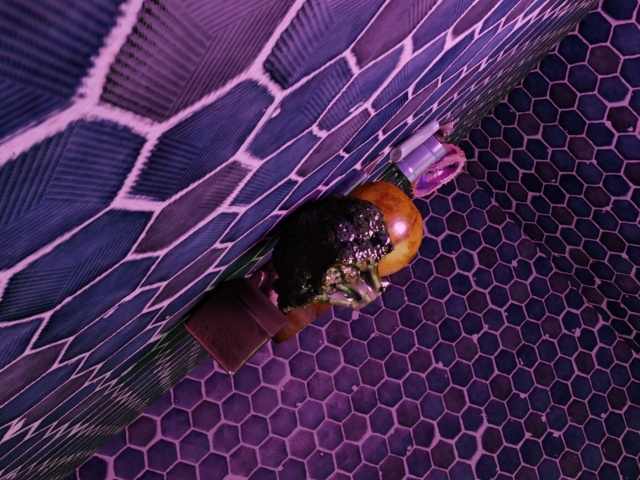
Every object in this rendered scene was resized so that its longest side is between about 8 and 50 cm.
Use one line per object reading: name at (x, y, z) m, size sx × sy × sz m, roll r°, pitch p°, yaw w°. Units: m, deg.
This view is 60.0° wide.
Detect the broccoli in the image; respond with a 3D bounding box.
broccoli at (0.026, 0.038, 1.289) m, size 0.321 × 0.283 × 0.304 m, roll -34°, pitch -151°, yaw 13°

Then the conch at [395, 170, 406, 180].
conch at (0.358, -0.290, 2.124) m, size 0.200 × 0.079 × 0.095 m, roll -54°, pitch 171°, yaw -12°

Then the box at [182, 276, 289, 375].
box at (-0.209, 0.207, 1.423) m, size 0.143 × 0.184 × 0.273 m, roll -46°, pitch 176°, yaw 4°

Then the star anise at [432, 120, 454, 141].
star anise at (0.416, -0.364, 1.984) m, size 0.129 × 0.056 × 0.124 m, roll -50°, pitch -177°, yaw -17°

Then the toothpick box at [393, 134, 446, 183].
toothpick box at (0.329, -0.276, 1.845) m, size 0.153 × 0.101 × 0.101 m, roll -41°, pitch 176°, yaw 9°

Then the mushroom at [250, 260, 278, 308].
mushroom at (-0.138, 0.135, 1.631) m, size 0.127 × 0.166 × 0.166 m, roll 20°, pitch 132°, yaw -32°

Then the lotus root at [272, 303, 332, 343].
lotus root at (-0.034, 0.174, 1.776) m, size 0.375 × 0.111 × 0.390 m, roll -43°, pitch -173°, yaw -22°

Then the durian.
durian at (0.396, -0.272, 2.021) m, size 0.261 × 0.186 × 0.153 m, roll -12°, pitch 153°, yaw -20°

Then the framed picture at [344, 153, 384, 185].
framed picture at (0.098, -0.166, 1.530) m, size 0.142 × 0.011 × 0.183 m, roll -40°, pitch 175°, yaw -18°

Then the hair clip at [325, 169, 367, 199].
hair clip at (0.023, -0.081, 1.437) m, size 0.083 × 0.048 × 0.275 m, roll 5°, pitch 136°, yaw -50°

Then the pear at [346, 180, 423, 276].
pear at (0.158, -0.027, 1.600) m, size 0.281 × 0.280 × 0.281 m, roll -41°, pitch 175°, yaw -4°

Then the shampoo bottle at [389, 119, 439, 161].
shampoo bottle at (0.278, -0.295, 1.620) m, size 0.191 × 0.041 × 0.069 m, roll -39°, pitch 170°, yaw -30°
